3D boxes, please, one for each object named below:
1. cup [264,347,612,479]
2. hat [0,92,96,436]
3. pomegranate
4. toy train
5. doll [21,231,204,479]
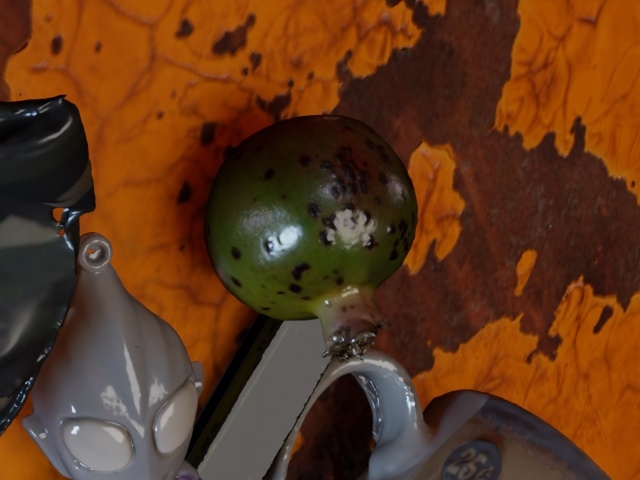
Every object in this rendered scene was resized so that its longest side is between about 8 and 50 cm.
[{"bbox_3d":[0.045,0.221,1.055,0.257,0.227,0.301,-37,103,-28],"label":"cup"},{"bbox_3d":[-0.290,0.020,0.635,0.382,0.257,0.366,38,93,-14],"label":"hat"},{"bbox_3d":[-0.001,-0.007,0.938,0.130,0.130,0.130,-23,123,-41],"label":"pomegranate"},{"bbox_3d":[-0.050,0.112,1.004,0.044,0.042,0.209,35,79,-27],"label":"toy train"},{"bbox_3d":[-0.108,0.099,0.905,0.102,0.075,0.227,-16,118,-28],"label":"doll"}]
